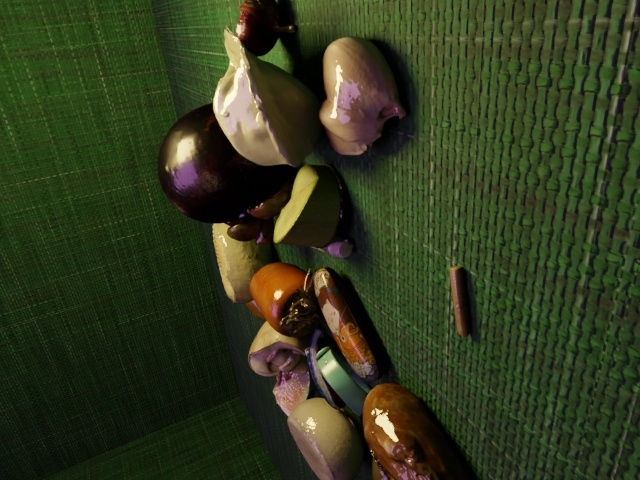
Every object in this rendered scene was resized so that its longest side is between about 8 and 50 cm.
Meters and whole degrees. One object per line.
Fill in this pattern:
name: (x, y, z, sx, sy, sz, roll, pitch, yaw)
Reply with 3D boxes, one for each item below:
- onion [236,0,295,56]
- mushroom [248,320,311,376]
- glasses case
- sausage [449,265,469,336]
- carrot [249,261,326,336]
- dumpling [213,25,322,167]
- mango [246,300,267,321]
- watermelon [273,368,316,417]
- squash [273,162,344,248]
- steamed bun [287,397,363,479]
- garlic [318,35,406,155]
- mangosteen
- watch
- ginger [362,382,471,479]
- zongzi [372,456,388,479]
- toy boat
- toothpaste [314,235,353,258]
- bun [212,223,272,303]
onion: (-0.124, -0.511, 1.134, 0.140, 0.150, 0.150, 24, 140, 12)
mushroom: (-0.117, 0.344, 1.595, 0.253, 0.195, 0.189, -40, 26, 43)
glasses case: (0.069, 0.218, 1.234, 0.321, 0.082, 0.122, 62, 161, 21)
sausage: (0.243, 0.108, 0.820, 0.024, 0.024, 0.132, 18, 122, 64)
carrot: (-0.079, 0.182, 1.418, 0.193, 0.214, 0.331, 58, 173, -25)
dumpling: (-0.133, -0.337, 1.078, 0.395, 0.233, 0.316, -115, 4, -57)
mango: (-0.273, 0.272, 2.081, 0.227, 0.099, 0.136, 50, 147, 26)
watermelon: (-0.076, 0.476, 1.727, 0.188, 0.175, 0.322, 26, -133, -61)
squash: (-0.040, -0.090, 1.171, 0.220, 0.133, 0.220, -173, 90, -67)
steamed bun: (0.031, 0.627, 1.499, 0.283, 0.177, 0.283, 46, 153, 32)
garlic: (0.055, -0.267, 0.884, 0.228, 0.110, 0.217, 24, 124, 62)
mangosteen: (-0.264, -0.181, 1.375, 0.435, 0.382, 0.382, 60, 157, 5)
watch: (0.074, 0.378, 1.251, 0.195, 0.068, 0.237, 46, 180, 26)
ginger: (0.192, 0.451, 1.014, 0.165, 0.172, 0.321, -52, 47, 18)
zongzi: (0.176, 0.582, 1.227, 0.260, 0.123, 0.289, 105, 152, -57)
toy boat: (0.018, 0.393, 1.435, 0.115, 0.114, 0.262, -30, 81, 57)
toothpaste: (0.000, 0.000, 1.285, 0.056, 0.058, 0.314, 36, 175, -24)
bun: (-0.292, 0.058, 1.813, 0.364, 0.202, 0.364, 165, 90, -74)
